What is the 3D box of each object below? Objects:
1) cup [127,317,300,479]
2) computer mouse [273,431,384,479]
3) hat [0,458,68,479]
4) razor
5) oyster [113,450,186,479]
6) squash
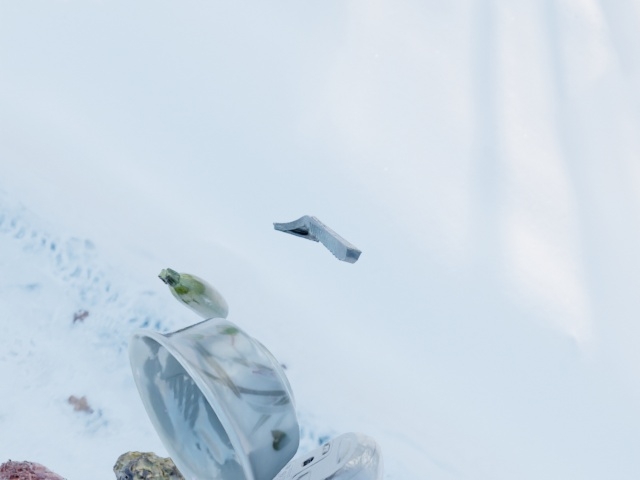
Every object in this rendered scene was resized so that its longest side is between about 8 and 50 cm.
[{"bbox_3d":[-0.154,0.263,1.066,0.163,0.347,0.347,-29,79,-33],"label":"cup"},{"bbox_3d":[-0.014,0.432,1.080,0.121,0.296,0.184,54,7,-8],"label":"computer mouse"},{"bbox_3d":[-0.747,0.615,1.659,0.236,0.286,0.107,6,62,-10],"label":"hat"},{"bbox_3d":[0.002,-0.006,0.745,0.066,0.190,0.033,16,94,-21],"label":"razor"},{"bbox_3d":[-0.367,0.669,1.540,0.204,0.111,0.396,-15,57,-16],"label":"oyster"},{"bbox_3d":[-0.241,0.114,1.316,0.252,0.066,0.066,55,18,-64],"label":"squash"}]
